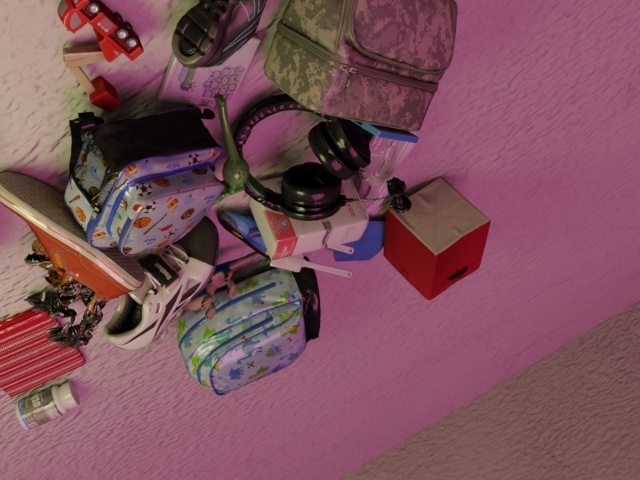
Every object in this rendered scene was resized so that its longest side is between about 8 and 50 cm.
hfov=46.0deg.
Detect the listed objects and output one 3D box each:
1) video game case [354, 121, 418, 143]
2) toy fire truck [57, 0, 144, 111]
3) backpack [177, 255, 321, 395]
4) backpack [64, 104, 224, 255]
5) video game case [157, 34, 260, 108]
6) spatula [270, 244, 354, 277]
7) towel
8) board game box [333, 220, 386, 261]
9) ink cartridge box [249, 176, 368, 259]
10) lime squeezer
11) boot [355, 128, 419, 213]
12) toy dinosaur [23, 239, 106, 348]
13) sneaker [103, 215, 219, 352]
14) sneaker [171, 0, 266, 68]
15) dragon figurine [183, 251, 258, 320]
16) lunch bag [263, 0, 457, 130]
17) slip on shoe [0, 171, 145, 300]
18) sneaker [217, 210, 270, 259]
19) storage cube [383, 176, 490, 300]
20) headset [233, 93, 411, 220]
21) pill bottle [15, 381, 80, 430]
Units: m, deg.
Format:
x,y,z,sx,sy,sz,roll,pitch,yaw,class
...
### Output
x,y,z,sx,sy,sz,roll,pitch,yaw,class
0.090,-0.227,1.414,0.119,0.166,0.015,0,120,-47,video game case
-0.360,-0.302,1.200,0.135,0.047,0.192,-35,145,11,toy fire truck
-0.176,0.219,1.857,0.355,0.273,0.290,-8,149,-8,backpack
-0.318,-0.096,1.346,0.276,0.213,0.263,-13,161,-43,backpack
-0.198,-0.306,1.334,0.143,0.019,0.157,1,136,-36,video game case
0.000,0.000,1.776,0.242,0.019,0.168,14,87,-36,spatula
-0.668,0.254,1.714,0.198,0.031,0.275,-23,147,-12,towel
0.100,-0.008,1.921,0.168,0.033,0.133,-1,131,-38,board game box
-0.027,-0.063,1.640,0.217,0.159,0.092,-14,153,-20,ink cartridge box
-0.195,-0.126,1.467,0.059,0.110,0.310,-49,169,-41,lime squeezer
0.106,-0.175,1.673,0.123,0.095,0.258,8,125,-31,boot
-0.479,0.103,1.562,0.322,0.164,0.218,39,93,-31,toy dinosaur
-0.332,0.088,1.569,0.331,0.122,0.146,-60,156,0,sneaker
-0.135,-0.390,1.217,0.267,0.101,0.106,-48,164,14,sneaker
-0.273,0.088,1.723,0.289,0.144,0.085,-51,153,-24,dragon figurine
0.080,-0.352,1.322,0.305,0.212,0.256,4,116,-41,lunch bag
-0.472,0.003,1.389,0.101,0.123,0.331,-37,125,10,slip on shoe
-0.148,-0.029,1.699,0.209,0.069,0.082,38,79,-46,sneaker
0.284,-0.006,1.889,0.183,0.215,0.193,-30,148,-20,storage cube
0.012,-0.156,1.535,0.394,0.185,0.243,25,120,-16,headset
-0.672,0.406,1.862,0.137,0.078,0.078,-24,145,-8,pill bottle
